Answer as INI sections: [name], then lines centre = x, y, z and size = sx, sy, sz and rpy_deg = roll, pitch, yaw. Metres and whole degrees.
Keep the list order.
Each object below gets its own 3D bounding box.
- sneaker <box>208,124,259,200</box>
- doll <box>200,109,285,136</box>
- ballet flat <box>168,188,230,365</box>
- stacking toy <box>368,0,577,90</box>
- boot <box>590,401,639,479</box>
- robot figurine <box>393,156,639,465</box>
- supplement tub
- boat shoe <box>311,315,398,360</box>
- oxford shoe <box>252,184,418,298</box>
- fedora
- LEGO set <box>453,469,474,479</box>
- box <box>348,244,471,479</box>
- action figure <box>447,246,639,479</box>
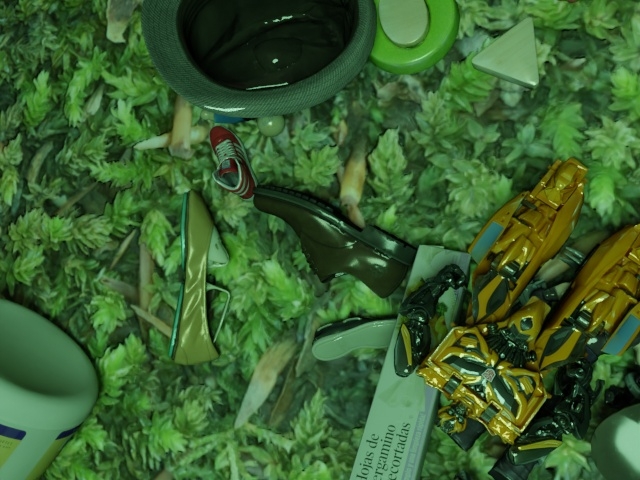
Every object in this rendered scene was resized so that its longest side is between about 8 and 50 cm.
[sneaker]
centre = -0.125, -0.109, 0.888
size = 0.042, 0.067, 0.118
rpy_deg = -33, 75, 12
[doll]
centre = -0.116, -0.211, 0.907
size = 0.129, 0.046, 0.189
rpy_deg = -41, 80, 0
[ballet flat]
centre = -0.156, 0.049, 0.890
size = 0.073, 0.080, 0.232
rpy_deg = 5, 88, -9
[stacking toy]
centre = 0.169, -0.339, 0.784
size = 0.309, 0.130, 0.279
rpy_deg = 15, 89, 19
[boot]
centre = 0.416, 0.191, 0.646
size = 0.306, 0.115, 0.112
rpy_deg = -8, 85, 10
[robot figurine]
centre = 0.206, 0.068, 0.656
size = 0.211, 0.085, 0.291
rpy_deg = 36, 78, 15
[supplement tub]
centre = -0.480, 0.262, 0.874
size = 0.241, 0.241, 0.331
rpy_deg = 41, 97, 18
[boat shoe]
centre = 0.049, 0.113, 0.823
size = 0.125, 0.038, 0.046
rpy_deg = -20, 123, 15
[oxford shoe]
centre = 0.000, 0.000, 0.830
size = 0.227, 0.083, 0.096
rpy_deg = 29, 98, 20
[fedora]
centre = -0.070, -0.243, 0.829
size = 0.276, 0.124, 0.243
rpy_deg = -26, 77, -10
[LEGO set]
centre = 0.108, 0.392, 0.659
size = 0.331, 0.255, 0.192
rpy_deg = -41, 98, 19
[box]
centre = 0.097, 0.155, 0.717
size = 0.063, 0.067, 0.323
rpy_deg = 11, 61, 18
[action figure]
centre = 0.260, 0.131, 0.723
size = 0.285, 0.099, 0.185
rpy_deg = -44, 66, -6
